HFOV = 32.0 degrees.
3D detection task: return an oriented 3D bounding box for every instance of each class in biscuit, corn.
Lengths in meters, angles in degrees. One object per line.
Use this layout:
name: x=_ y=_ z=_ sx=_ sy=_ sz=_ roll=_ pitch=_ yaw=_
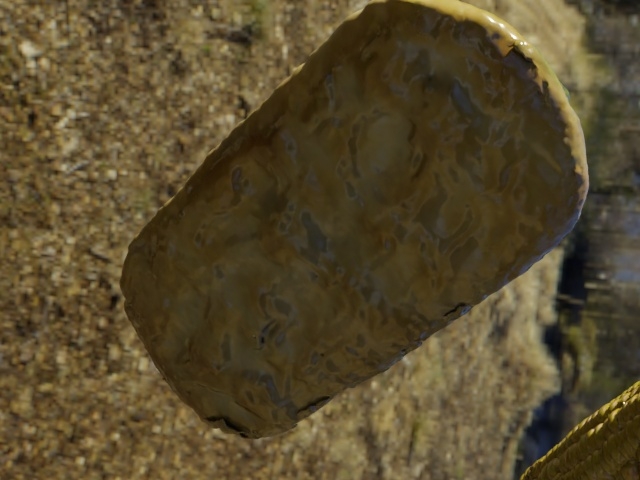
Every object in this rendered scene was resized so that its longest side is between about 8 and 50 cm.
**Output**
biscuit: x=0.000 y=0.000 z=0.460 sx=0.118 sy=0.247 sz=0.029 roll=55 pitch=36 yaw=7
corn: x=0.208 y=0.147 z=0.707 sx=0.101 sy=0.101 sz=0.291 roll=-65 pitch=-176 yaw=-35
